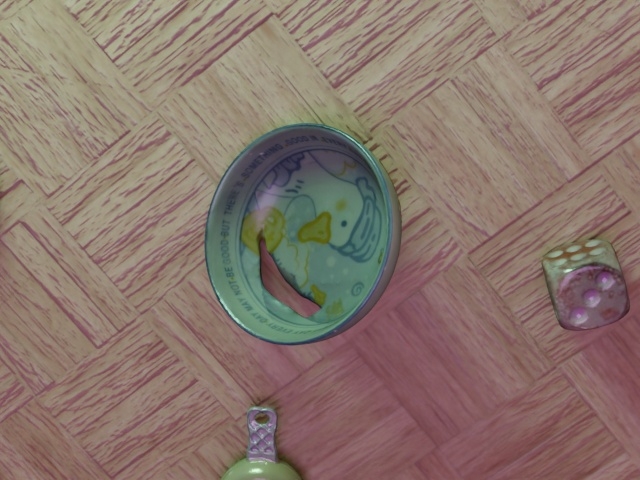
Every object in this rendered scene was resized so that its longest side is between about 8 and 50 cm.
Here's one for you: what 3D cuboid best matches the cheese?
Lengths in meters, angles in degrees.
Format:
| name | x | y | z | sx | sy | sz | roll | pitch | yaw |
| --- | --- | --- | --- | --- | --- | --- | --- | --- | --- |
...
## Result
| name | x | y | z | sx | sy | sz | roll | pitch | yaw |
| --- | --- | --- | --- | --- | --- | --- | --- | --- | --- |
| cheese | -0.080 | 0.334 | 1.578 | 0.137 | 0.064 | 0.227 | 2 | 106 | 2 |

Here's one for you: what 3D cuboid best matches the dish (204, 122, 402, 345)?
| name | x | y | z | sx | sy | sz | roll | pitch | yaw |
| --- | --- | --- | --- | --- | --- | --- | --- | --- | --- |
| dish | 0.000 | 0.000 | 1.431 | 0.273 | 0.134 | 0.273 | -6 | 78 | 32 |

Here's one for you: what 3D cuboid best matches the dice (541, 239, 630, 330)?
| name | x | y | z | sx | sy | sz | roll | pitch | yaw |
| --- | --- | --- | --- | --- | --- | --- | --- | --- | --- |
| dice | 0.336 | 0.056 | 1.446 | 0.093 | 0.094 | 0.091 | -16 | 105 | 7 |
